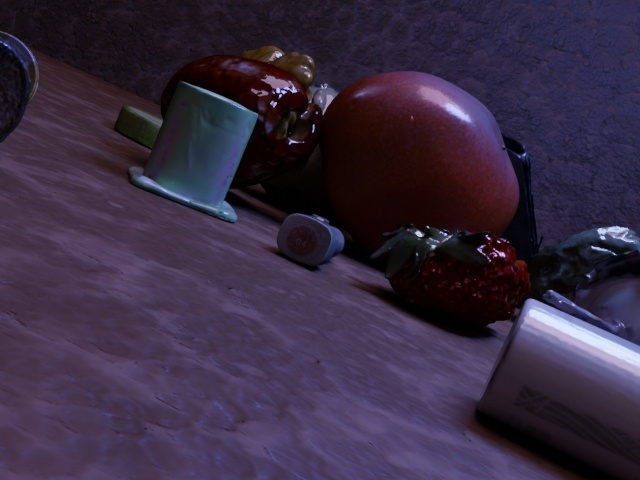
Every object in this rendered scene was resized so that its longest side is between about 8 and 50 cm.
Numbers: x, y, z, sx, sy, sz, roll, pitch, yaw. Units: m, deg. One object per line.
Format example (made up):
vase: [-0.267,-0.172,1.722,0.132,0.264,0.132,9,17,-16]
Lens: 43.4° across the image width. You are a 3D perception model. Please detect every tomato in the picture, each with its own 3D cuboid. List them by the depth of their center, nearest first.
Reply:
tomato: [0.165,-0.118,1.274,0.341,0.273,0.341,36,39,-36]

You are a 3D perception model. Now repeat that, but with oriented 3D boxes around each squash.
squash: [-0.275,-0.192,1.578,0.252,0.049,0.252,24,6,-3]

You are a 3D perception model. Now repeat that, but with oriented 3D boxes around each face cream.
face cream: [0.290,0.156,0.575,0.345,0.102,0.102,25,7,14]

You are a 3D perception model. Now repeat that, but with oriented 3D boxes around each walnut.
walnut: [-0.110,-0.196,1.237,0.269,0.244,0.221,7,-37,39]

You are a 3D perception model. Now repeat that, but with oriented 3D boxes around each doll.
doll: [0.020,-0.148,1.533,0.247,0.247,0.349,28,-7,31]

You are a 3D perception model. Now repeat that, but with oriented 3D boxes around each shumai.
shumai: [0.435,0.122,1.270,0.225,0.222,0.260,-3,-24,-4]

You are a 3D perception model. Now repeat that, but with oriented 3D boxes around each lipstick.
lipstick: [0.000,-0.001,1.010,0.063,0.057,0.186,25,4,11]

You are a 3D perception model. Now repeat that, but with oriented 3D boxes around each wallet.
wallet: [0.323,-0.040,1.479,0.191,0.046,0.379,34,-31,44]

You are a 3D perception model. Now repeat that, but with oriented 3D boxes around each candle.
candle: [0.338,0.104,0.812,0.187,0.187,0.330,30,10,41]

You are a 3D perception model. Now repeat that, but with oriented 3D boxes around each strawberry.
strawberry: [0.168,0.055,1.006,0.174,0.098,0.228,9,-14,30]

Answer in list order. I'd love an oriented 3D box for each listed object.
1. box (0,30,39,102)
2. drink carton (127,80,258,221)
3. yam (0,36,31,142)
box: [-0.405,-0.207,1.001,0.105,0.105,0.037,22,0,-16]
drink carton: [-0.156,-0.122,1.044,0.146,0.142,0.144,20,7,-19]
yam: [-0.392,-0.177,0.754,0.280,0.131,0.131,30,9,37]
